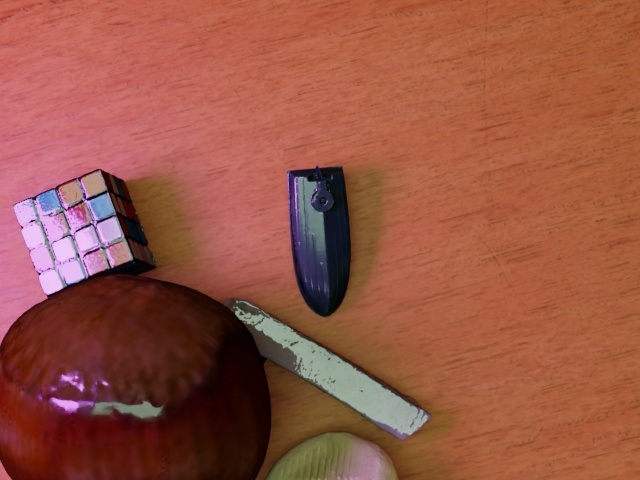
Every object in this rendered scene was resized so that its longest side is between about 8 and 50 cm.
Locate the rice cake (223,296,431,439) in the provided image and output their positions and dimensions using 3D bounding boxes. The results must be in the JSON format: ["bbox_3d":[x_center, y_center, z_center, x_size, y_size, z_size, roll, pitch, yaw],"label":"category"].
[{"bbox_3d":[0.002,0.196,1.712,0.365,0.056,0.073,29,89,5],"label":"rice cake"}]

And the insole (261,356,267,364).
[{"bbox_3d":[-0.128,0.212,1.750,0.053,0.002,0.153,35,89,6],"label":"insole"}]

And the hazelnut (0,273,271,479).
[{"bbox_3d":[-0.273,0.250,1.594,0.420,0.353,0.421,0,104,2],"label":"hazelnut"}]

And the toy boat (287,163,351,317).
[{"bbox_3d":[0.000,0.000,1.721,0.092,0.103,0.246,-6,99,-10],"label":"toy boat"}]

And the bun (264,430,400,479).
[{"bbox_3d":[0.018,0.405,1.652,0.229,0.145,0.229,-17,41,15],"label":"bun"}]

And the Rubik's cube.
[{"bbox_3d":[-0.361,-0.005,1.710,0.151,0.154,0.155,-23,84,3],"label":"Rubik's cube"}]
